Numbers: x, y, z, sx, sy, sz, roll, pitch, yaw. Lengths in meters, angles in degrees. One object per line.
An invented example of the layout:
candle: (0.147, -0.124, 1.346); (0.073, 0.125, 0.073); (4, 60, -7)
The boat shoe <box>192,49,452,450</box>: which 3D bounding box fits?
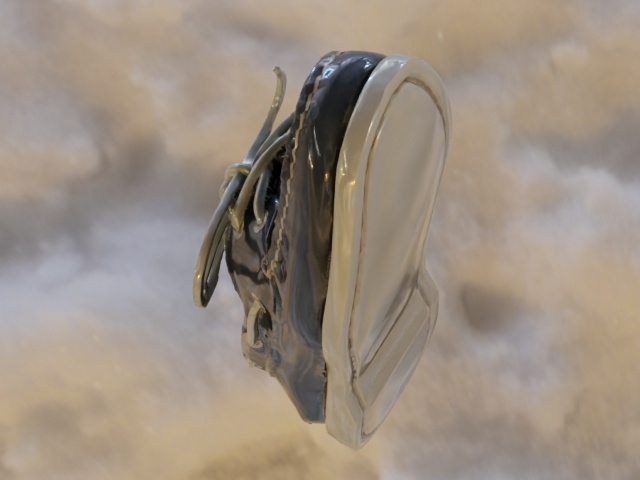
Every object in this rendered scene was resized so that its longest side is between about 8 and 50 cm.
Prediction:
boat shoe: (0.000, 0.000, 0.747); (0.079, 0.254, 0.095); (28, 72, 13)
